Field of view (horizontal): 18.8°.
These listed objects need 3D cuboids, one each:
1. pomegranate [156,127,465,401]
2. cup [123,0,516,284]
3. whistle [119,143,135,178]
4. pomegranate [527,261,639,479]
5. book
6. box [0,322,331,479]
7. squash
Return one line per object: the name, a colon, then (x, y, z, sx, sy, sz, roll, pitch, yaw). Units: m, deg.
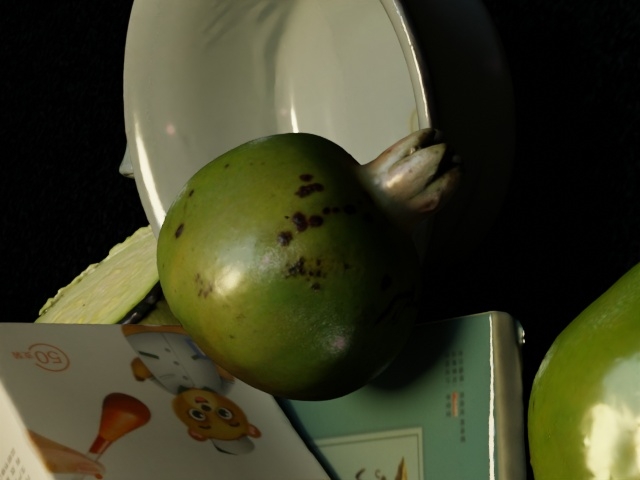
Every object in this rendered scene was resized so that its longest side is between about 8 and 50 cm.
pomegranate: (0.000, 0.000, 1.226, 0.210, 0.180, 0.180, -41, 37, 13)
cup: (0.018, -0.091, 1.425, 0.347, 0.163, 0.347, 16, 111, 47)
whistle: (-0.120, -0.223, 1.826, 0.142, 0.134, 0.346, 11, 85, 16)
pomegranate: (0.206, 0.108, 0.951, 0.236, 0.302, 0.236, -1, 87, 19)
book: (0.009, 0.197, 1.322, 0.379, 0.031, 0.264, -12, 78, 52)
box: (-0.099, 0.212, 1.250, 0.341, 0.225, 0.143, 53, 127, 39)
squash: (-0.163, 0.087, 1.694, 0.220, 0.133, 0.220, -40, 23, 21)
